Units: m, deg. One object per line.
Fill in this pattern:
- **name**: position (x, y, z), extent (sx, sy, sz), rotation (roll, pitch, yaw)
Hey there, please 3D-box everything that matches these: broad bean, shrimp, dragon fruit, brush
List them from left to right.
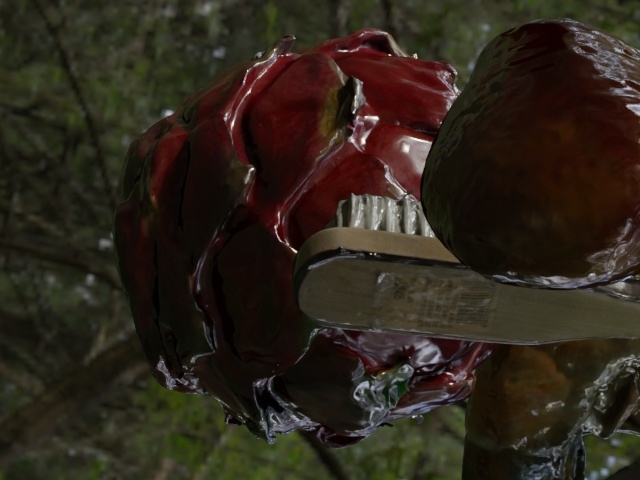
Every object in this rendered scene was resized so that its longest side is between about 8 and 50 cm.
- **dragon fruit**: position (-0.001, 0.001, 1.125), extent (0.329, 0.329, 0.329), rotation (-168, -90, -81)
- **broad bean**: position (0.096, -0.032, 0.592), extent (0.084, 0.114, 0.165), rotation (62, 24, -21)
- **brush**: position (0.147, 0.022, 0.837), extent (0.070, 0.327, 0.065), rotation (104, -9, -47)
- **shrimp**: position (0.241, 0.213, 1.287), extent (0.085, 0.272, 0.445), rotation (-96, -162, -68)

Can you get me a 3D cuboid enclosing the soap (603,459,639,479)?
- **soap**: position (0.400, 0.227, 1.027), extent (0.261, 0.446, 0.156), rotation (80, 9, -54)
